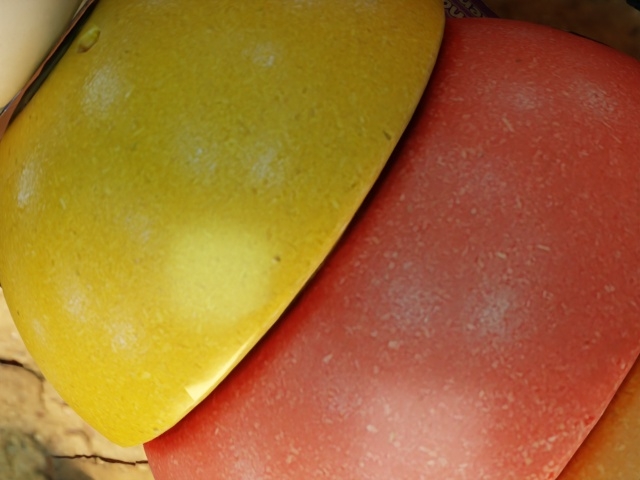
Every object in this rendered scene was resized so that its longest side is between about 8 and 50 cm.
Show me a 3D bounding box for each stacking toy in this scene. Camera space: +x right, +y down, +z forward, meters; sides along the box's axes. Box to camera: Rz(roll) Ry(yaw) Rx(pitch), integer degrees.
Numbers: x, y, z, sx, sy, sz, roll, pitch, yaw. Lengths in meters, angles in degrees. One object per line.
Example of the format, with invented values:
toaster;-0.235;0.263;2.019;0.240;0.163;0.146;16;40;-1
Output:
stacking toy;0.000;0.000;0.652;0.480;0.350;0.350;36;124;-16

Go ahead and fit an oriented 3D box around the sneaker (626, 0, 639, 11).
sneaker;0.202;-0.136;0.716;0.283;0.110;0.122;32;89;17

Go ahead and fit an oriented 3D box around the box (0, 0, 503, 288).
box;-0.047;-0.045;0.867;0.201;0.057;0.293;41;122;-5
